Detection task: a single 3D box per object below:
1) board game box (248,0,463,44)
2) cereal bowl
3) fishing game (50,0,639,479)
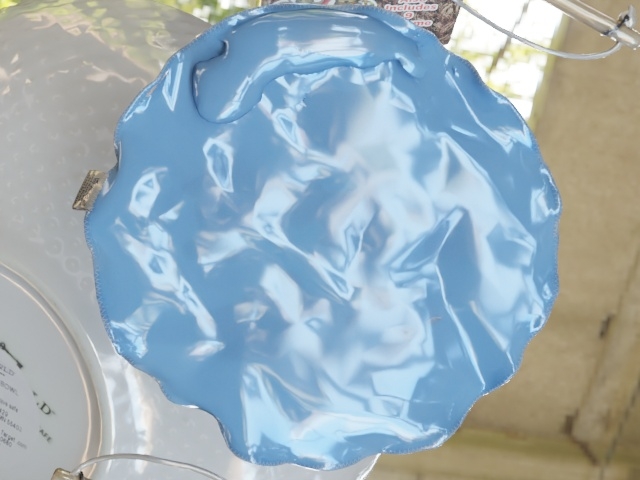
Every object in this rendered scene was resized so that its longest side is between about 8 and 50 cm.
[{"bbox_3d":[0.026,-0.302,0.900,0.291,0.141,0.232,105,-20,-60],"label":"board game box"},{"bbox_3d":[-0.133,0.046,0.736,0.141,0.339,0.339,-37,150,-55],"label":"cereal bowl"},{"bbox_3d":[0.000,0.000,0.548,0.041,0.189,0.264,-128,-120,-79],"label":"fishing game"}]
